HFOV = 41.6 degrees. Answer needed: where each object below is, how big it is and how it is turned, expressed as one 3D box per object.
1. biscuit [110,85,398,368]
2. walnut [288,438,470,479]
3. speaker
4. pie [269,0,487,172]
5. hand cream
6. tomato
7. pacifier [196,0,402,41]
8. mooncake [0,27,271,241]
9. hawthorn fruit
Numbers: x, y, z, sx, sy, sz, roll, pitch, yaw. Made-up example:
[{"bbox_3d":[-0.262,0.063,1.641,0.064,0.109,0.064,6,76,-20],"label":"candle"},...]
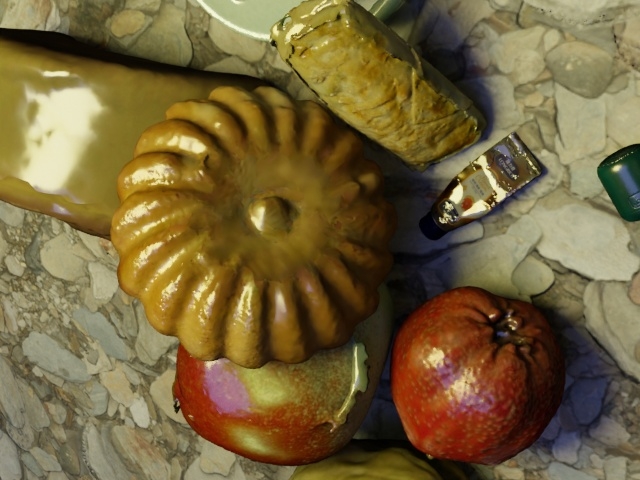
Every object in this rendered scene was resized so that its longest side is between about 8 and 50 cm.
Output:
[{"bbox_3d":[-0.061,-0.021,0.914,0.326,0.325,0.107,54,155,-1],"label":"biscuit"},{"bbox_3d":[0.085,0.398,1.123,0.277,0.253,0.282,7,124,35],"label":"walnut"},{"bbox_3d":[0.348,-0.071,0.894,0.094,0.060,0.075,-31,95,1],"label":"speaker"},{"bbox_3d":[0.071,-0.160,0.923,0.128,0.068,0.282,-29,138,32],"label":"pie"},{"bbox_3d":[0.183,-0.056,1.003,0.163,0.039,0.062,-42,71,34],"label":"hand cream"},{"bbox_3d":[-0.038,0.138,1.062,0.239,0.303,0.303,20,121,9],"label":"tomato"},{"bbox_3d":[-0.042,-0.320,0.880,0.343,0.269,0.288,-26,109,39],"label":"pacifier"},{"bbox_3d":[-0.285,-0.142,1.122,0.394,0.393,0.246,-144,67,-64],"label":"mooncake"},{"bbox_3d":[0.175,0.179,1.018,0.205,0.205,0.253,35,134,13],"label":"hawthorn fruit"}]
